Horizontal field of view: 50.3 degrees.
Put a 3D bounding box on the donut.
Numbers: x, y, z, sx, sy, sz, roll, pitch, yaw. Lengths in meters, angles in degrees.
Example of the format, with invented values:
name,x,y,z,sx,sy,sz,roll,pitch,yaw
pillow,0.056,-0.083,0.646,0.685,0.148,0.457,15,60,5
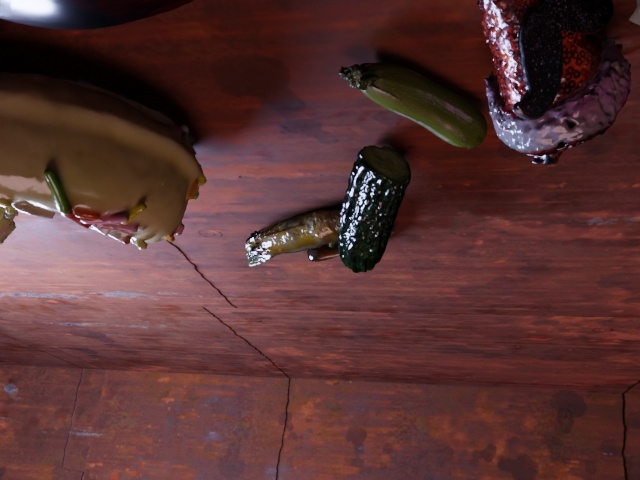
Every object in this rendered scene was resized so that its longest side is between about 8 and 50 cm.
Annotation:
name,x,y,z,sx,sy,sz,roll,pitch,yaw
donut,-0.339,-0.079,0.792,0.372,0.150,0.307,0,164,14

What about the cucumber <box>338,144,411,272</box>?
name,x,y,z,sx,sy,sz,roll,pitch,yaw
cucumber,0.061,-0.030,0.898,0.077,0.077,0.265,7,146,-4

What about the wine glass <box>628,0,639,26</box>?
name,x,y,z,sx,sy,sz,roll,pitch,yaw
wine glass,0.255,-0.159,0.410,0.122,0.122,0.183,-5,-163,25

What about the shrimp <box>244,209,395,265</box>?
name,x,y,z,sx,sy,sz,roll,pitch,yaw
shrimp,0.000,-0.001,1.071,0.253,0.058,0.173,-17,158,36

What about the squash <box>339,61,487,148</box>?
name,x,y,z,sx,sy,sz,roll,pitch,yaw
squash,0.100,-0.142,0.696,0.184,0.052,0.052,19,154,-27

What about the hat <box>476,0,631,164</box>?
name,x,y,z,sx,sy,sz,roll,pitch,yaw
hat,0.173,-0.175,0.558,0.140,0.129,0.227,-41,125,5

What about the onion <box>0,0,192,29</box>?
name,x,y,z,sx,sy,sz,roll,pitch,yaw
onion,-0.176,-0.193,0.345,0.273,0.285,0.273,33,-172,-5
